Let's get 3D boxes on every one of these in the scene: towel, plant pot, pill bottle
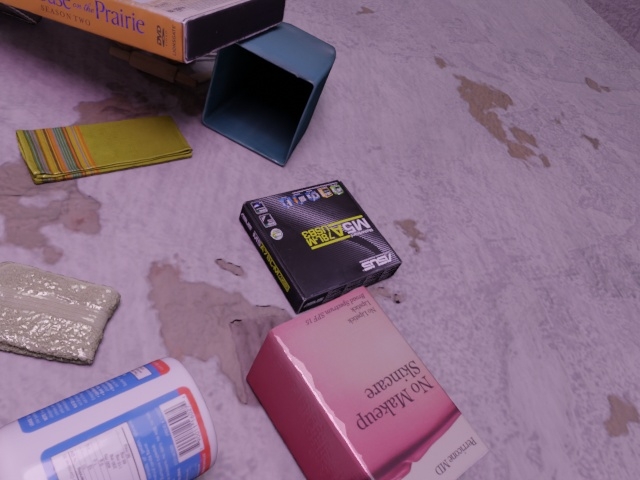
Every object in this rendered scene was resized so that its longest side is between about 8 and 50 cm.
[{"bbox_3d":[-0.323,-0.148,0.801,0.237,0.021,0.102,-17,61,-34],"label":"towel"},{"bbox_3d":[-0.319,0.082,0.604,0.148,0.027,0.110,17,48,-10],"label":"towel"},{"bbox_3d":[-0.071,-0.287,0.939,0.165,0.166,0.234,28,41,0],"label":"plant pot"},{"bbox_3d":[-0.218,0.204,0.478,0.221,0.124,0.124,-19,61,-34],"label":"pill bottle"}]

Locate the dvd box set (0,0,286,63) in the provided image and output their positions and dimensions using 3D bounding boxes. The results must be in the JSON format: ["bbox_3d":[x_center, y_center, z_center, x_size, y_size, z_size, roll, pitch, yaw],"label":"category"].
[{"bbox_3d":[-0.303,-0.394,0.810,0.419,0.062,0.308,21,37,11],"label":"dvd box set"}]

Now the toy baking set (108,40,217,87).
[{"bbox_3d":[-0.267,-0.361,0.999,0.256,0.030,0.197,23,46,-4],"label":"toy baking set"}]

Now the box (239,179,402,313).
[{"bbox_3d":[0.000,0.000,0.801,0.190,0.045,0.184,-16,58,-33],"label":"box"}]

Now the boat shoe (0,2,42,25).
[{"bbox_3d":[-0.616,-0.428,0.861,0.304,0.109,0.091,22,86,-21],"label":"boat shoe"}]

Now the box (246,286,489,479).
[{"bbox_3d":[0.044,0.194,0.599,0.148,0.127,0.232,-21,62,-36],"label":"box"}]
